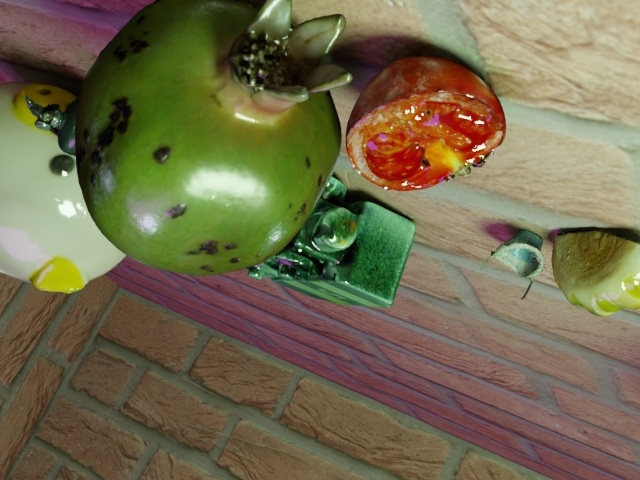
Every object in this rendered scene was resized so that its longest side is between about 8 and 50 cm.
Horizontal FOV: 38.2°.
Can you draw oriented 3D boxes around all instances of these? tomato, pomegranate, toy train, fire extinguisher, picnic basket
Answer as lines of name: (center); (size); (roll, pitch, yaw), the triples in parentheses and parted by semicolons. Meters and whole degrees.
tomato: (0.101, -0.124, 0.896); (0.139, 0.091, 0.159); (27, 141, -35)
pomegranate: (-0.112, -0.112, 0.904); (0.291, 0.290, 0.323); (29, 169, -2)
toy train: (0.000, 0.000, 1.374); (0.238, 0.166, 0.299); (24, 169, -24)
fire extinguisher: (-0.316, -0.151, 1.399); (0.295, 0.093, 0.118); (20, 162, -30)
picnic basket: (0.241, 0.025, 1.145); (0.065, 0.083, 0.083); (35, 162, -4)

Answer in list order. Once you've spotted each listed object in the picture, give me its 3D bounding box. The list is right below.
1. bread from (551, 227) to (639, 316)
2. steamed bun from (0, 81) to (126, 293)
bread: (0.322, 0.040, 1.038); (0.083, 0.094, 0.157); (40, 154, -23)
steamed bun: (-0.470, -0.094, 1.555); (0.374, 0.333, 0.334); (25, 165, 5)
